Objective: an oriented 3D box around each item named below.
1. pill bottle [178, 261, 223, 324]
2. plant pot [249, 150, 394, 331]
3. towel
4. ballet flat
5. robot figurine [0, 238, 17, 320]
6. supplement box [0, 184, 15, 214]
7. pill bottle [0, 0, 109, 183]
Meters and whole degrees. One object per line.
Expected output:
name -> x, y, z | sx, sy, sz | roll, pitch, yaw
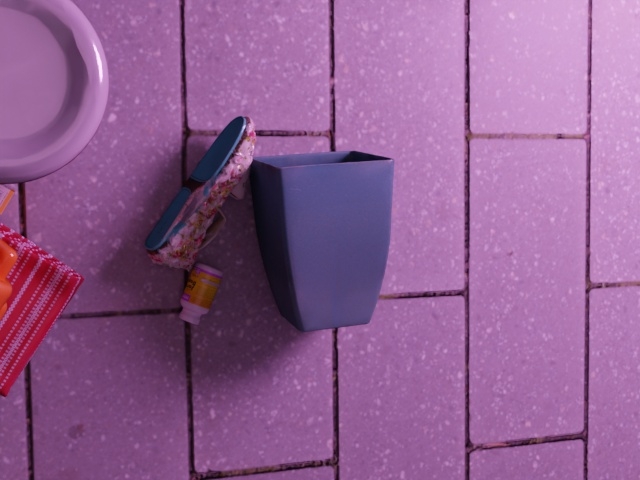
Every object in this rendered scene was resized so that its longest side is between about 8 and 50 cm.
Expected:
pill bottle -> -0.171, 0.075, 1.294 | 0.043, 0.043, 0.083 | 22, 86, -18
plant pot -> 0.000, 0.000, 1.288 | 0.165, 0.165, 0.234 | -5, 101, -18
towel -> -0.479, 0.057, 1.200 | 0.275, 0.031, 0.199 | 35, 84, -17
ballet flat -> -0.153, -0.061, 1.279 | 0.077, 0.091, 0.241 | 37, 89, -33
robot figurine -> -0.470, 0.082, 1.123 | 0.128, 0.158, 0.219 | 34, 86, -3
supplement box -> -0.449, -0.073, 1.184 | 0.098, 0.062, 0.036 | 31, 85, -17
pill bottle -> -0.360, -0.170, 1.047 | 0.210, 0.363, 0.210 | -1, 94, -17
